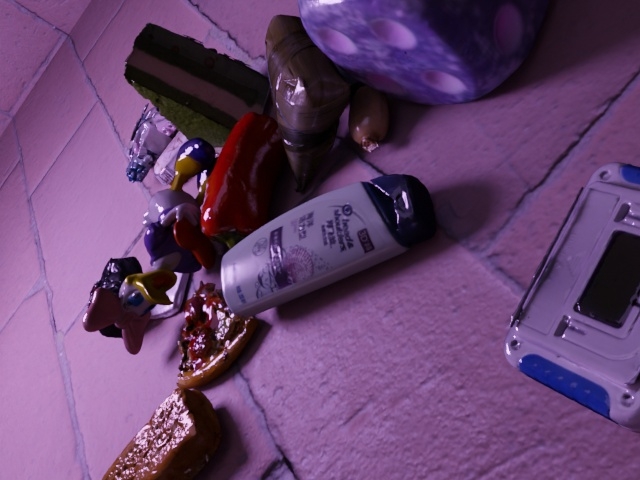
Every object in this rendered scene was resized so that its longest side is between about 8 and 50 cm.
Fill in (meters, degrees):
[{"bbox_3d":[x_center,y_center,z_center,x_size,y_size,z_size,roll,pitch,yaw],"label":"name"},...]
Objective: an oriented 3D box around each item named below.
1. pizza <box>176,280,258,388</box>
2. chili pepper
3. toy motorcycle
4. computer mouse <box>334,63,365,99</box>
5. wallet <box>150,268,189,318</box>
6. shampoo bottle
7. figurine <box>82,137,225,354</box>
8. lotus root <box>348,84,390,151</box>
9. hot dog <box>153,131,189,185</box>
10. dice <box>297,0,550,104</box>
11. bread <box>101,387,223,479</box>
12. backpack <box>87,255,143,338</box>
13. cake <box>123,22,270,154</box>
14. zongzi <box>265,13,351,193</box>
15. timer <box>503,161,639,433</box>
[{"bbox_3d":[-0.204,0.152,1.202,0.201,0.053,0.193,-50,43,17],"label":"pizza"},{"bbox_3d":[-0.151,-0.059,1.231,0.134,0.131,0.338,-2,65,48],"label":"chili pepper"},{"bbox_3d":[-0.397,-0.225,1.640,0.239,0.108,0.204,134,153,-57],"label":"toy motorcycle"},{"bbox_3d":[0.035,-0.301,1.238,0.231,0.071,0.126,-21,65,29],"label":"computer mouse"},{"bbox_3d":[-0.308,0.068,1.402,0.124,0.032,0.183,-13,56,40],"label":"wallet"},{"bbox_3d":[0.000,0.000,1.045,0.359,0.078,0.134,-25,63,31],"label":"shampoo bottle"},{"bbox_3d":[-0.291,0.000,1.308,0.193,0.154,0.421,-3,59,34],"label":"figurine"},{"bbox_3d":[0.078,-0.202,1.127,0.073,0.062,0.150,-26,47,35],"label":"lotus root"},{"bbox_3d":[-0.307,-0.207,1.562,0.191,0.059,0.108,-54,40,2],"label":"hot dog"},{"bbox_3d":[0.149,-0.372,0.992,0.270,0.271,0.270,13,76,50],"label":"dice"},{"bbox_3d":[-0.262,0.369,1.115,0.271,0.077,0.139,-52,42,12],"label":"bread"},{"bbox_3d":[-0.421,0.113,1.428,0.120,0.105,0.165,102,167,-45],"label":"backpack"},{"bbox_3d":[-0.272,-0.301,1.422,0.172,0.283,0.158,-22,49,59],"label":"cake"},{"bbox_3d":[-0.038,-0.237,1.185,0.242,0.112,0.221,104,152,-50],"label":"zongzi"},{"bbox_3d":[0.307,0.046,0.700,0.178,0.078,0.253,24,84,51],"label":"timer"}]
